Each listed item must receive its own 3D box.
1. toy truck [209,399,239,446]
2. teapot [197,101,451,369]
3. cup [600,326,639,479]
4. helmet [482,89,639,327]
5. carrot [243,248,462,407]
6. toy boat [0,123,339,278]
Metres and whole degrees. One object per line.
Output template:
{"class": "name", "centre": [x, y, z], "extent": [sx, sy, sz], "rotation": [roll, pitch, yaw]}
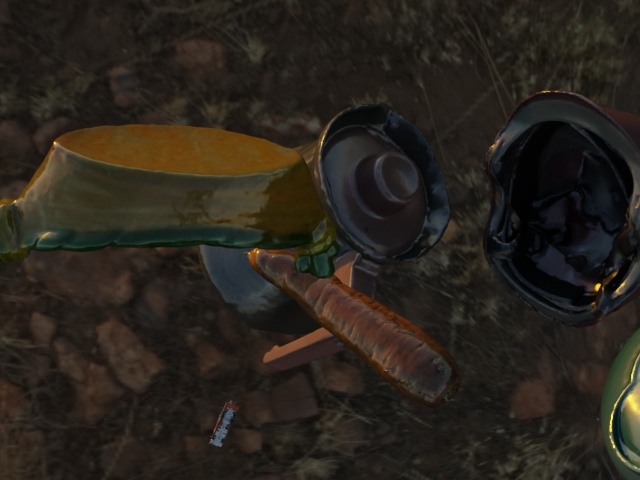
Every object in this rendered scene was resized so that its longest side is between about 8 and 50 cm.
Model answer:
{"class": "toy truck", "centre": [-0.152, 0.290, 1.763], "extent": [0.024, 0.032, 0.083], "rotation": [22, 105, -7]}
{"class": "teapot", "centre": [0.000, 0.000, 1.671], "extent": [0.361, 0.305, 0.376], "rotation": [-32, 43, 50]}
{"class": "cup", "centre": [0.362, 0.204, 0.970], "extent": [0.219, 0.257, 0.290], "rotation": [7, 60, 53]}
{"class": "helmet", "centre": [0.374, -0.056, 1.529], "extent": [0.271, 0.197, 0.338], "rotation": [29, 126, 41]}
{"class": "carrot", "centre": [0.028, 0.070, 1.042], "extent": [0.248, 0.059, 0.059], "rotation": [36, 91, 22]}
{"class": "toy boat", "centre": [-0.095, -0.016, 0.660], "extent": [0.229, 0.089, 0.088], "rotation": [2, 119, -12]}
